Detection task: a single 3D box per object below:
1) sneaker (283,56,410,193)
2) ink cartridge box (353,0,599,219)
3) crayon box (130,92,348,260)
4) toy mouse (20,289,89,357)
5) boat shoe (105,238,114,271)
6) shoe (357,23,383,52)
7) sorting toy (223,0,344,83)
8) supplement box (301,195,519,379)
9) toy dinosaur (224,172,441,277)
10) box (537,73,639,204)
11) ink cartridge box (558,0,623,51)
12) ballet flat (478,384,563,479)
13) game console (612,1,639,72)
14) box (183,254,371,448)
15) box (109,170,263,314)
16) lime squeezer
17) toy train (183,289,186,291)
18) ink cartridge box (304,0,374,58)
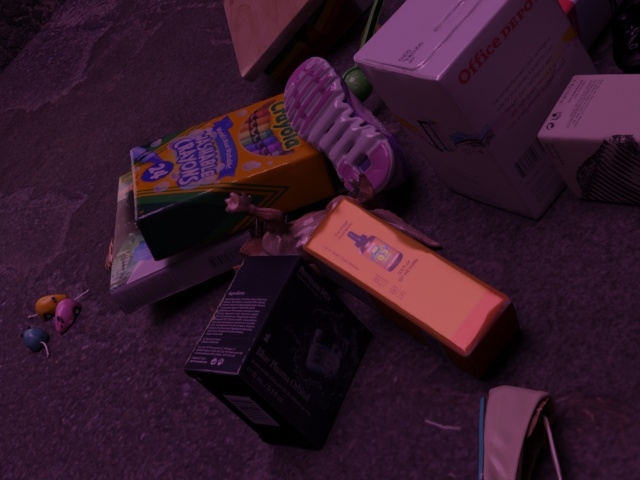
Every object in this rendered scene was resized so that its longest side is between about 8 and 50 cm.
[{"bbox_3d":[0.040,-0.146,1.245,0.095,0.104,0.236,-48,60,23],"label":"sneaker"},{"bbox_3d":[0.192,-0.175,1.068,0.171,0.233,0.168,-48,34,-10],"label":"ink cartridge box"},{"bbox_3d":[-0.110,-0.109,1.352,0.322,0.083,0.203,-20,36,-1],"label":"crayon box"},{"bbox_3d":[-0.457,0.138,1.564,0.161,0.031,0.143,-28,36,20],"label":"toy mouse"},{"bbox_3d":[-0.319,0.034,1.518,0.059,0.063,0.170,-37,24,13],"label":"boat shoe"},{"bbox_3d":[0.106,-0.281,1.447,0.219,0.058,0.077,-114,43,-59],"label":"shoe"},{"bbox_3d":[-0.049,-0.433,1.664,0.255,0.089,0.257,-45,39,27],"label":"sorting toy"},{"bbox_3d":[0.092,0.046,0.987,0.233,0.080,0.078,34,79,30],"label":"supplement box"},{"bbox_3d":[0.000,0.000,1.188,0.295,0.200,0.127,-12,81,6],"label":"toy dinosaur"},{"bbox_3d":[0.363,-0.096,0.917,0.275,0.113,0.094,11,60,52],"label":"box"},{"bbox_3d":[0.294,-0.333,1.218,0.172,0.100,0.237,24,66,36],"label":"ink cartridge box"},{"bbox_3d":[0.164,0.230,0.790,0.086,0.086,0.248,-16,40,34],"label":"ballet flat"},{"bbox_3d":[0.499,-0.267,1.030,0.361,0.044,0.213,-16,41,35],"label":"game console"},{"bbox_3d":[-0.043,0.123,1.042,0.093,0.156,0.158,-4,49,42],"label":"box"},{"bbox_3d":[-0.209,-0.044,1.453,0.232,0.058,0.322,-23,34,7],"label":"box"},{"bbox_3d":[0.064,-0.213,1.354,0.110,0.058,0.311,130,142,-58],"label":"lime squeezer"},{"bbox_3d":[-0.180,0.045,1.393,0.083,0.017,0.024,-42,17,1],"label":"toy train"},{"bbox_3d":[-0.005,-0.457,1.748,0.239,0.060,0.275,-47,34,-10],"label":"ink cartridge box"}]
